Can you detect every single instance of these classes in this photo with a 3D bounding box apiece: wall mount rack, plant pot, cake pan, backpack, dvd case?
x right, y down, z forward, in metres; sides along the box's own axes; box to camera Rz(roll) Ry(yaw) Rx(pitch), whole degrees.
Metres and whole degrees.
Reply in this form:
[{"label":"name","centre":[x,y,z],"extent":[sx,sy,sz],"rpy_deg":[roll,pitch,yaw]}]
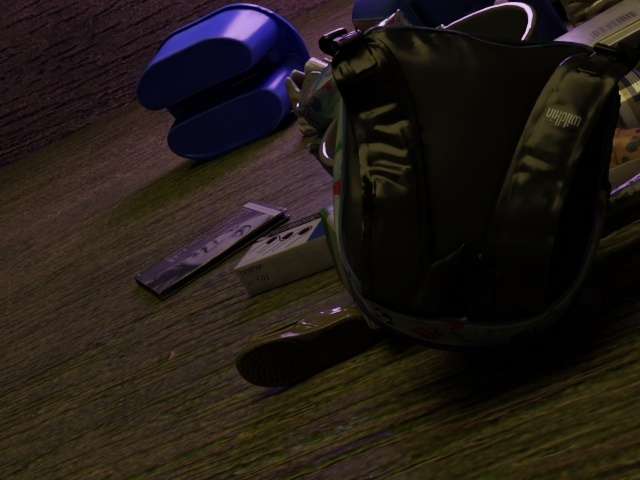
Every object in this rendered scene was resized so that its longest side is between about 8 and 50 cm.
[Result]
[{"label":"wall mount rack","centre":[0.318,-0.191,1.667],"extent":[0.350,0.130,0.304],"rpy_deg":[-28,19,6]},{"label":"plant pot","centre":[0.195,-0.322,2.100],"extent":[0.212,0.236,0.236],"rpy_deg":[-39,16,-8]},{"label":"cake pan","centre":[0.131,-0.161,1.600],"extent":[0.293,0.054,0.293],"rpy_deg":[-33,20,14]},{"label":"backpack","centre":[0.126,-0.036,1.227],"extent":[0.277,0.213,0.263],"rpy_deg":[5,66,13]},{"label":"backpack","centre":[0.083,-0.171,1.858],"extent":[0.225,0.191,0.253],"rpy_deg":[-45,-2,-9]},{"label":"dvd case","centre":[-0.161,0.010,2.065],"extent":[0.221,0.018,0.164],"rpy_deg":[-33,16,-13]}]

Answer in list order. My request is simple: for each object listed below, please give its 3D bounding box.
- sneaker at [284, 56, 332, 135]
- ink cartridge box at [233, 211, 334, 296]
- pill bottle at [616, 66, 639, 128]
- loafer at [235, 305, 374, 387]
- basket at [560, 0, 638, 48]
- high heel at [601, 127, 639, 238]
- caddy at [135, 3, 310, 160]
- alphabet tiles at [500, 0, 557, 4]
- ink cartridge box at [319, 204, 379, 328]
[{"label":"sneaker","centre":[0.030,-0.258,2.375],"extent":[0.262,0.121,0.099],"rpy_deg":[-12,24,47]},{"label":"ink cartridge box","centre":[0.000,0.000,1.755],"extent":[0.207,0.046,0.097],"rpy_deg":[-20,19,29]},{"label":"pill bottle","centre":[0.389,-0.158,1.470],"extent":[0.169,0.094,0.094],"rpy_deg":[-28,16,6]},{"label":"loafer","centre":[-0.015,0.107,1.438],"extent":[0.148,0.056,0.050],"rpy_deg":[-17,17,8]},{"label":"basket","centre":[0.447,-0.449,1.948],"extent":[0.328,0.266,0.331],"rpy_deg":[-26,15,15]},{"label":"high heel","centre":[0.313,-0.087,1.401],"extent":[0.186,0.093,0.261],"rpy_deg":[-27,22,-2]},{"label":"caddy","centre":[-0.183,-0.306,2.690],"extent":[0.341,0.241,0.179],"rpy_deg":[-20,23,30]},{"label":"alphabet tiles","centre":[0.403,-0.426,2.370],"extent":[0.342,0.011,0.285],"rpy_deg":[-30,13,-28]},{"label":"ink cartridge box","centre":[0.094,0.006,1.437],"extent":[0.153,0.086,0.208],"rpy_deg":[-15,14,-4]}]
